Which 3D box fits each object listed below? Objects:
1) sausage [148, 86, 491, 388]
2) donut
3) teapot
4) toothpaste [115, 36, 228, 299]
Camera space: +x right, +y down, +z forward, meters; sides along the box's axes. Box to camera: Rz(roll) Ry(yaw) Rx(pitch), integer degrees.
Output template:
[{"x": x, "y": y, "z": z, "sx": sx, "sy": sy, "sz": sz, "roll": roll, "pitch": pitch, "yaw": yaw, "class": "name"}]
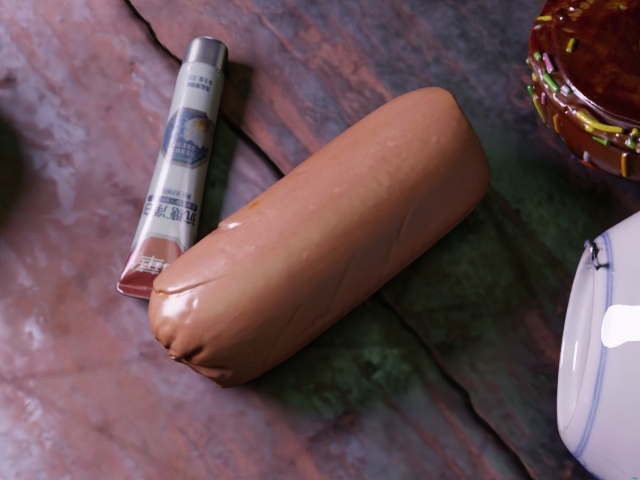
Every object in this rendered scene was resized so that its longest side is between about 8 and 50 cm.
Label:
[{"x": -0.001, "y": 0.001, "z": 1.023, "sx": 0.304, "sy": 0.121, "sz": 0.121, "roll": -37, "pitch": 75, "yaw": -13, "class": "sausage"}, {"x": 0.287, "y": -0.135, "z": 1.069, "sx": 0.235, "sy": 0.089, "sz": 0.235, "roll": 0, "pitch": 51, "yaw": 0, "class": "donut"}, {"x": 0.320, "y": 0.091, "z": 0.923, "sx": 0.280, "sy": 0.252, "sz": 0.424, "roll": 7, "pitch": 36, "yaw": 3, "class": "teapot"}, {"x": -0.119, "y": -0.061, "z": 1.089, "sx": 0.062, "sy": 0.039, "sz": 0.239, "roll": 12, "pitch": 72, "yaw": -4, "class": "toothpaste"}]
